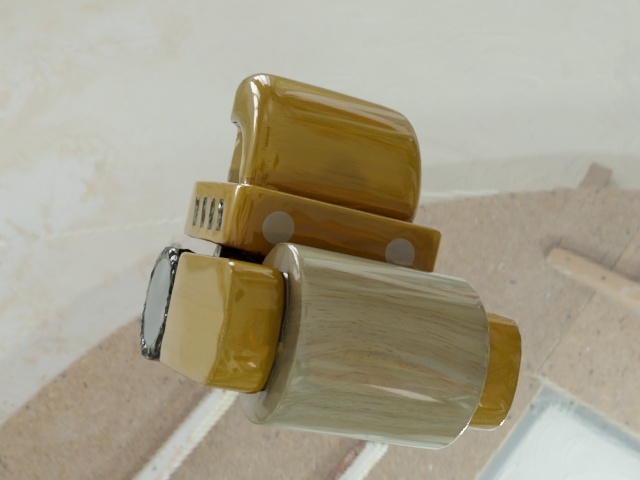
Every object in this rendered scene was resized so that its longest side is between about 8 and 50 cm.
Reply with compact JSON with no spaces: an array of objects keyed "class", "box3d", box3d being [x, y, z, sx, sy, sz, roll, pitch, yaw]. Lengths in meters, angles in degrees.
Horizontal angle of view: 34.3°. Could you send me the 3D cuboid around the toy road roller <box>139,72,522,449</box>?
[{"class":"toy road roller","box3d":[0.000,0.000,0.764,0.202,0.329,0.241,12,-90,-21]}]
